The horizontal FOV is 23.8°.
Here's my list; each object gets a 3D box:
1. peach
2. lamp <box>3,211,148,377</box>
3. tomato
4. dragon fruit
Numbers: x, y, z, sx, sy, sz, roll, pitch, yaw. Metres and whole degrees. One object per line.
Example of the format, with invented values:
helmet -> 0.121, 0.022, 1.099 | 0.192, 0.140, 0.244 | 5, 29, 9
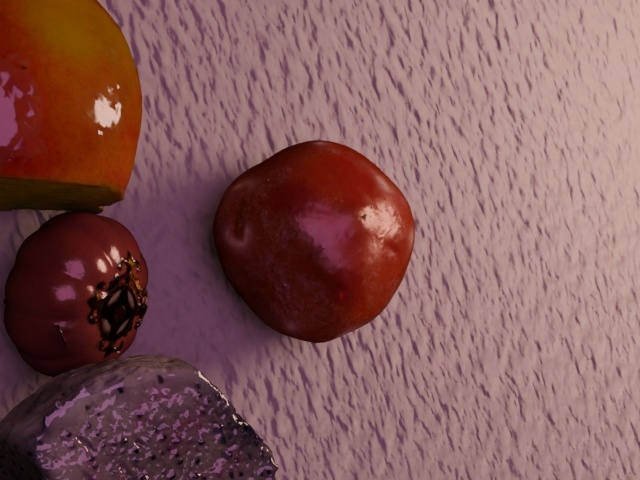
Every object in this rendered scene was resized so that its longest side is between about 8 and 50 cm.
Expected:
peach -> -0.367, -0.181, 1.536 | 0.380, 0.242, 0.306 | 7, 71, -19
lamp -> -0.264, 0.056, 1.612 | 0.182, 0.140, 0.182 | -42, 139, -51
tomato -> 0.003, -0.002, 1.716 | 0.232, 0.188, 0.232 | 2, 84, -26
dragon fruit -> -0.191, 0.243, 1.585 | 0.221, 0.204, 0.283 | -40, 107, -20
